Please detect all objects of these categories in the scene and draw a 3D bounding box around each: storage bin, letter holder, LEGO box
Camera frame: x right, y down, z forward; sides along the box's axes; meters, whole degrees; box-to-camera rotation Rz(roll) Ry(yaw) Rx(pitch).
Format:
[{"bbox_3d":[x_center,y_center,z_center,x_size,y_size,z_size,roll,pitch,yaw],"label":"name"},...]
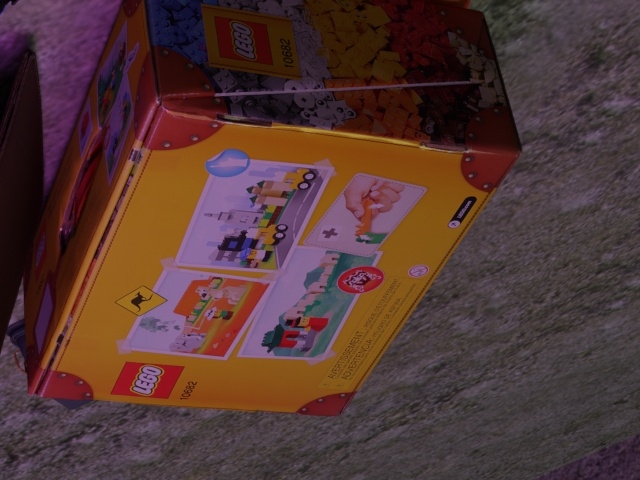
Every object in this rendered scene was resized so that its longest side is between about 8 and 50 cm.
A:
[{"bbox_3d":[-0.333,0.157,2.138,0.098,0.091,0.135,-26,153,6],"label":"storage bin"},{"bbox_3d":[-0.373,-0.052,1.680,0.152,0.214,0.302,13,150,0],"label":"letter holder"},{"bbox_3d":[-0.074,-0.030,1.762,0.372,0.193,0.500,7,141,-22],"label":"LEGO box"}]

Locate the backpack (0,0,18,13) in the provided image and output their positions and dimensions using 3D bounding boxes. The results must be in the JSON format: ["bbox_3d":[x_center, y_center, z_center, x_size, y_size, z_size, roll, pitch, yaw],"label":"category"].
[{"bbox_3d":[-0.331,-0.221,1.432,0.114,0.084,0.105,2,145,-48],"label":"backpack"}]

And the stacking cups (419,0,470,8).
[{"bbox_3d":[0.126,-0.303,1.657,0.096,0.096,0.316,-14,157,-18],"label":"stacking cups"}]
